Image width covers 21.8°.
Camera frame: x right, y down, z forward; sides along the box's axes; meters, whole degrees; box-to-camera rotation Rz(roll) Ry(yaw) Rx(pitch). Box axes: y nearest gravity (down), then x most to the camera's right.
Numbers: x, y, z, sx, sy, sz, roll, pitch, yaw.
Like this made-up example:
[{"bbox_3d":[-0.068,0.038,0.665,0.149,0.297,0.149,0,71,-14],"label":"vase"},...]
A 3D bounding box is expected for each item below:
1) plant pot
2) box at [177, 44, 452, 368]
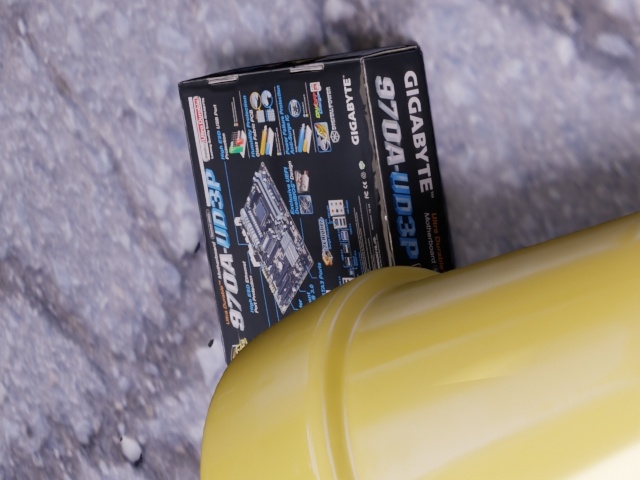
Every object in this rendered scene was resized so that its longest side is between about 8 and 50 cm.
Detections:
[{"bbox_3d":[0.114,0.106,0.780,0.239,0.254,0.254,-31,77,33],"label":"plant pot"},{"bbox_3d":[0.000,0.000,1.007,0.175,0.051,0.220,-1,101,49],"label":"box"}]
